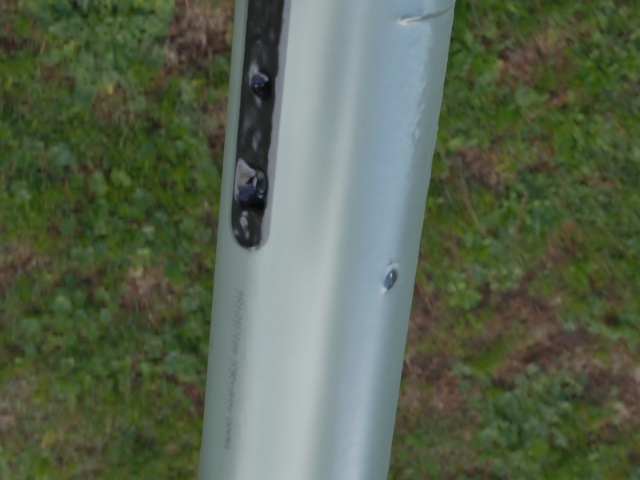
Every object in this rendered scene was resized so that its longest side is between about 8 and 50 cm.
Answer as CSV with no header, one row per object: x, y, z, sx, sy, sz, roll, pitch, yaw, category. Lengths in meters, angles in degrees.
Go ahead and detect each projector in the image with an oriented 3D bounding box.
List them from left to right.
0.000,0.000,0.720,0.108,0.108,0.338,1,114,-11,projector
